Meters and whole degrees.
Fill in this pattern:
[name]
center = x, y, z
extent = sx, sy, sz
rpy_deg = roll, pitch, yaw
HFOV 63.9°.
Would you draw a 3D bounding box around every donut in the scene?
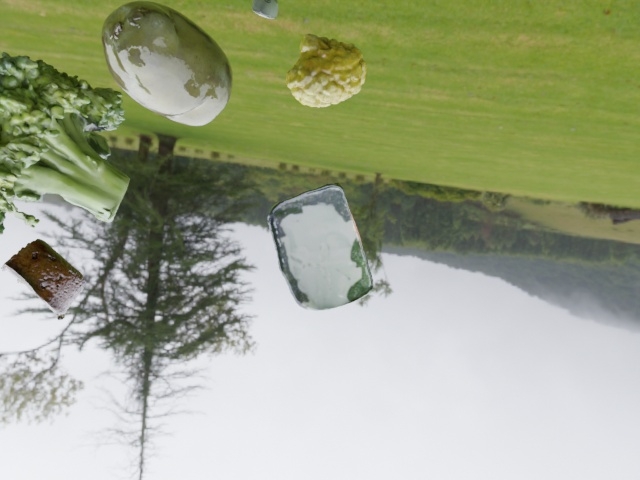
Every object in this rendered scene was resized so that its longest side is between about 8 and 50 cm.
[donut]
center = -0.680, 0.097, 1.287
extent = 0.186, 0.126, 0.144
rpy_deg = 44, 155, -16

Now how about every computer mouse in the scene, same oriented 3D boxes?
[computer mouse]
center = -0.116, -0.511, 1.092
extent = 0.056, 0.032, 0.110
rpy_deg = 13, -138, -17

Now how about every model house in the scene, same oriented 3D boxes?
[model house]
center = 0.000, 0.000, 1.250
extent = 0.190, 0.271, 0.301
rpy_deg = -19, -170, 4

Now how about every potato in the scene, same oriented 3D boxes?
[potato]
center = -0.362, -0.414, 1.212
extent = 0.243, 0.221, 0.326
rpy_deg = 8, 168, 40

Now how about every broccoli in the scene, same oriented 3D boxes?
[broccoli]
center = -0.483, -0.167, 0.869
extent = 0.338, 0.277, 0.317
rpy_deg = 38, -170, 39

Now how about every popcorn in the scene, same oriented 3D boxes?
[popcorn]
center = 0.009, -0.481, 1.439
extent = 0.226, 0.203, 0.200
rpy_deg = -12, -165, 24
